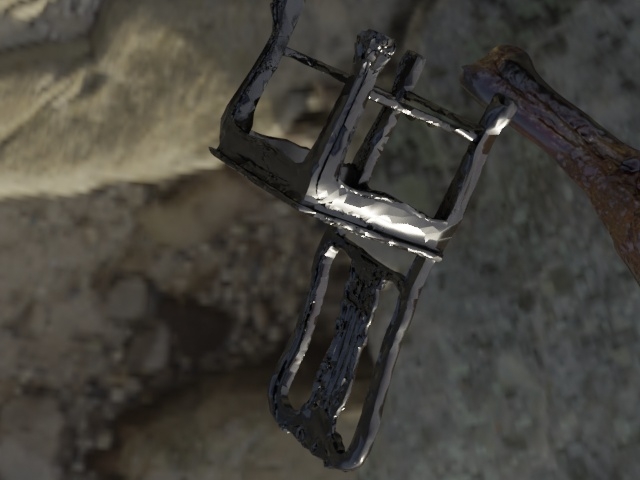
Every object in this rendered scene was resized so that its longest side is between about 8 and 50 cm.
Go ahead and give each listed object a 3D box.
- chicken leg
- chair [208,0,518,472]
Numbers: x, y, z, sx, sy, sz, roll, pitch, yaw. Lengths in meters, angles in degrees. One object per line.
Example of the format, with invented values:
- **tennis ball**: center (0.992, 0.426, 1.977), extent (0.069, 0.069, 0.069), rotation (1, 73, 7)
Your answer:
- **chicken leg**: center (0.234, -0.014, 1.364), extent (0.158, 0.407, 0.096), rotation (22, 110, -40)
- **chair**: center (0.000, 0.000, 1.028), extent (0.113, 0.106, 0.229), rotation (19, 98, -34)
